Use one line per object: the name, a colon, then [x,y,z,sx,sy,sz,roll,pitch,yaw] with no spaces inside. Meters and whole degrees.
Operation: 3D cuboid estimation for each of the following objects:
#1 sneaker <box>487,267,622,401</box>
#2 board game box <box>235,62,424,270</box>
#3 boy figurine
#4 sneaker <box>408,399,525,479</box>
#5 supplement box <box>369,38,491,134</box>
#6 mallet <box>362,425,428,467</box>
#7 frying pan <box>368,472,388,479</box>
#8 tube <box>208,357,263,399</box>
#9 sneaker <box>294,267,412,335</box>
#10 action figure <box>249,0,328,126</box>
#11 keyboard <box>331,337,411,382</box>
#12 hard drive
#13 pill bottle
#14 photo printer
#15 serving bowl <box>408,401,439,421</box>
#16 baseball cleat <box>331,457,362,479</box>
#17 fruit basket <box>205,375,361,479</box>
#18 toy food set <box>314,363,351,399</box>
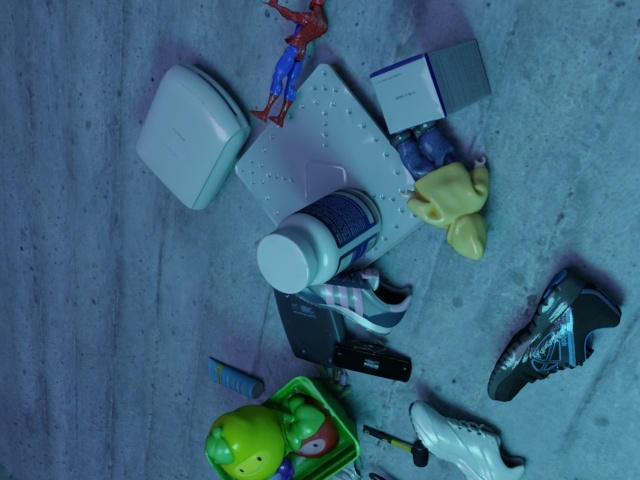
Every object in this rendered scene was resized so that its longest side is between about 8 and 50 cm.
sneaker: [0.441,0.218,1.255,0.140,0.125,0.340,33,129,14]
board game box: [0.026,-0.128,1.448,0.390,0.050,0.390,52,131,4]
boy figurine: [0.250,-0.097,1.244,0.177,0.092,0.285,-29,86,-1]
sneaker: [0.330,0.457,1.466,0.297,0.111,0.129,39,106,2]
supplement box: [0.200,-0.275,1.140,0.111,0.220,0.113,-12,104,40]
mallet: [0.189,0.504,1.631,0.190,0.039,0.062,21,121,32]
frying pan: [0.279,0.713,1.647,0.326,0.053,0.197,10,116,35]
tube: [-0.259,0.411,1.911,0.207,0.052,0.080,13,108,39]
sneaker: [0.057,0.092,1.429,0.319,0.112,0.131,25,121,-20]
action figure: [-0.080,-0.398,1.358,0.139,0.092,0.280,40,110,32]
keyboard: [0.126,0.279,1.550,0.192,0.038,0.100,12,126,6]
hard drive: [-0.018,0.204,1.598,0.172,0.054,0.254,11,130,33]
pill bottle: [0.000,0.000,1.317,0.153,0.265,0.153,15,118,30]
photo printer: [-0.316,-0.262,1.599,0.256,0.107,0.307,46,130,10]
serving bowl: [0.247,0.431,1.556,0.083,0.027,0.083,16,119,31]
baseball cleat: [0.037,0.582,1.763,0.109,0.072,0.206,-49,62,6]
fruit basket: [-0.118,0.512,1.586,0.283,0.392,0.392,51,131,7]
toy food set: [0.035,0.349,1.682,0.078,0.019,0.122,-40,77,40]
